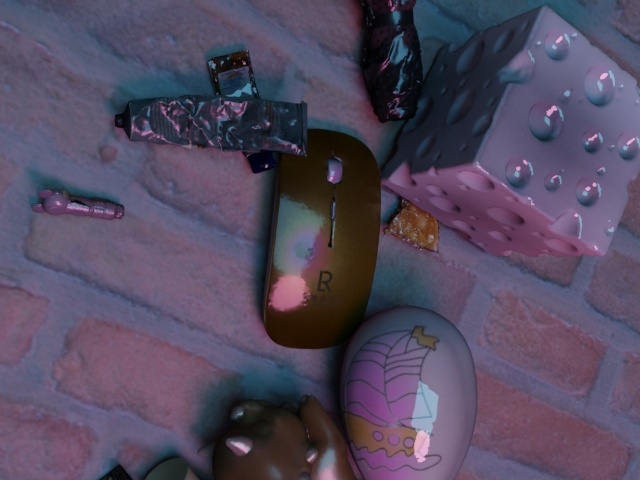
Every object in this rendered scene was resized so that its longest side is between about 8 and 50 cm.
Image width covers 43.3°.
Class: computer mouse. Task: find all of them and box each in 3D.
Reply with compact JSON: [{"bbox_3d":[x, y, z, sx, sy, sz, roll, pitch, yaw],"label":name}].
[{"bbox_3d":[0.000,0.000,1.123,0.158,0.072,0.310,6,91,-24],"label":"computer mouse"}]

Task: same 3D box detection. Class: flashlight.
[{"bbox_3d":[-0.303,-0.046,1.016,0.110,0.052,0.031,8,56,-29],"label":"flashlight"}]

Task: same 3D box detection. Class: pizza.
[{"bbox_3d":[0.143,-0.038,1.203,0.100,0.029,0.099,19,79,-25],"label":"pizza"}]

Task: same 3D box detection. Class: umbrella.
[{"bbox_3d":[0.093,-0.329,1.122,0.094,0.090,0.325,-8,97,-18],"label":"umbrella"}]

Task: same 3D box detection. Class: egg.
[{"bbox_3d":[0.118,0.226,1.116,0.196,0.196,0.271,20,72,-22],"label":"egg"}]

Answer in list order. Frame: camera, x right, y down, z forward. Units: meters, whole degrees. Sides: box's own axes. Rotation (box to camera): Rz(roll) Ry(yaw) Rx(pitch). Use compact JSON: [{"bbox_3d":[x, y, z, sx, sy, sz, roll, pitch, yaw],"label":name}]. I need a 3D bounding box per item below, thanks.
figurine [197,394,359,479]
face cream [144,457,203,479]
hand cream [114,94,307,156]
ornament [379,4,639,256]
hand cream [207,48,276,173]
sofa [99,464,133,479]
[{"bbox_3d":[-0.047,0.331,1.072,0.173,0.177,0.247,-33,110,-34],"label":"figurine"},{"bbox_3d":[-0.161,0.401,1.105,0.114,0.070,0.224,-36,119,-17],"label":"face cream"},{"bbox_3d":[-0.137,-0.150,1.036,0.248,0.052,0.075,1,94,-9],"label":"hand cream"},{"bbox_3d":[0.274,-0.135,1.119,0.240,0.240,0.239,31,76,-21],"label":"ornament"},{"bbox_3d":[-0.100,-0.171,1.088,0.062,0.039,0.163,-19,96,-18],"label":"hand cream"},{"bbox_3d":[-0.291,0.349,1.038,0.118,0.060,0.039,-39,111,-15],"label":"sofa"}]
